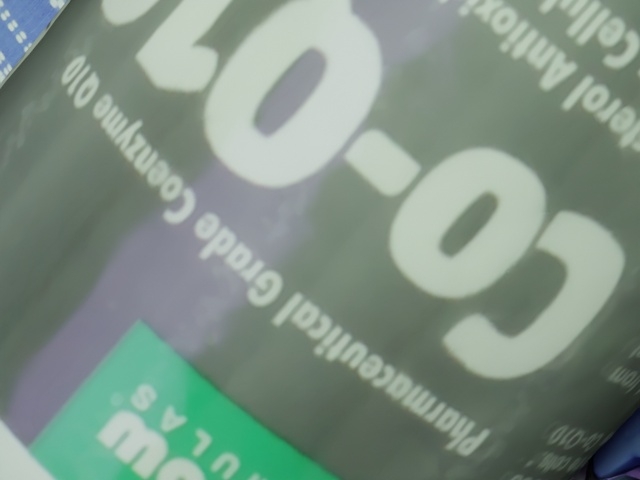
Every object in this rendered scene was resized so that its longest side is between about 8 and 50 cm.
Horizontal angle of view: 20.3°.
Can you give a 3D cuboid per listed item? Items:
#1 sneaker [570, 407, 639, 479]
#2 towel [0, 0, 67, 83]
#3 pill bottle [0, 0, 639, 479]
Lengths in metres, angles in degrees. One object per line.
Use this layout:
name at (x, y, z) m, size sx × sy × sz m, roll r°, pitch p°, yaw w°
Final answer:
sneaker at (0.111, 0.205, 0.561) m, size 0.182 × 0.127 × 0.316 m, roll -29°, pitch 68°, yaw 39°
towel at (-0.103, -0.140, 0.660) m, size 0.336 × 0.040 × 0.243 m, roll -43°, pitch 56°, yaw 9°
pill bottle at (0.000, 0.000, 0.524) m, size 0.361 × 0.204 × 0.204 m, roll -50°, pitch 64°, yaw 14°
